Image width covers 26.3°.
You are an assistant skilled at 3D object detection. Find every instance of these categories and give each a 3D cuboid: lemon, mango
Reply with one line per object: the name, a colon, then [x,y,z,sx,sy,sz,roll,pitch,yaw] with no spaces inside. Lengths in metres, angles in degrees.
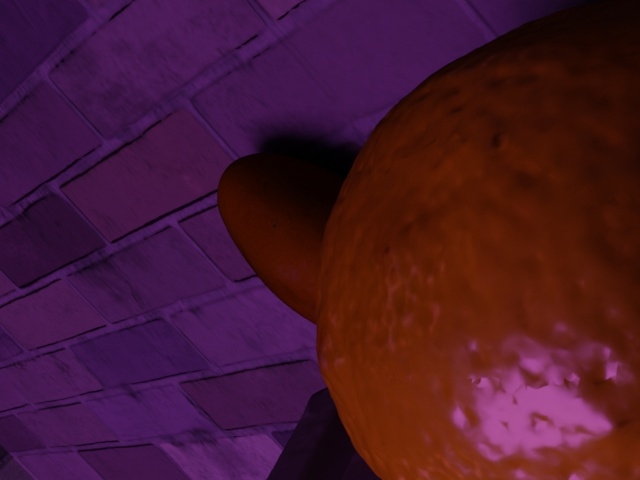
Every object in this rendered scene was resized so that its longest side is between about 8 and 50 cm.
lemon: [0.155,0.031,0.736,0.336,0.336,0.336,32,152,19]
mango: [0.000,0.000,1.116,0.138,0.113,0.253,13,-163,-40]

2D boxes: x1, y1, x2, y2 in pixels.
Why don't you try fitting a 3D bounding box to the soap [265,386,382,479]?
soap: [0.090,0.285,1.035,0.350,0.435,0.213,-20,116,37]
